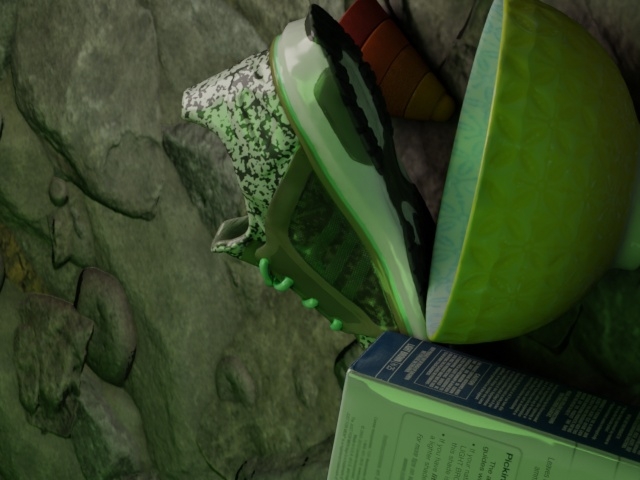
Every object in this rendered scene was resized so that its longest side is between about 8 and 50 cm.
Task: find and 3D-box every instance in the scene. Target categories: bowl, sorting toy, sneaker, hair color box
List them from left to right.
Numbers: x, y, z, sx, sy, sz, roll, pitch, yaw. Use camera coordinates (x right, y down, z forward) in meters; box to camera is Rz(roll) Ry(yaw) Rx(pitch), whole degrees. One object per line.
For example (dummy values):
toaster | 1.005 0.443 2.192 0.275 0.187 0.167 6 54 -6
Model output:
sneaker | 0.000 0.000 1.531 0.182 0.158 0.410 -16 107 17
sorting toy | 0.108 -0.240 1.502 0.126 0.127 0.365 31 125 11
hair color box | 0.183 0.214 1.410 0.347 0.105 0.174 17 113 17
bowl | 0.189 -0.045 1.379 0.156 0.289 0.289 12 114 -1
